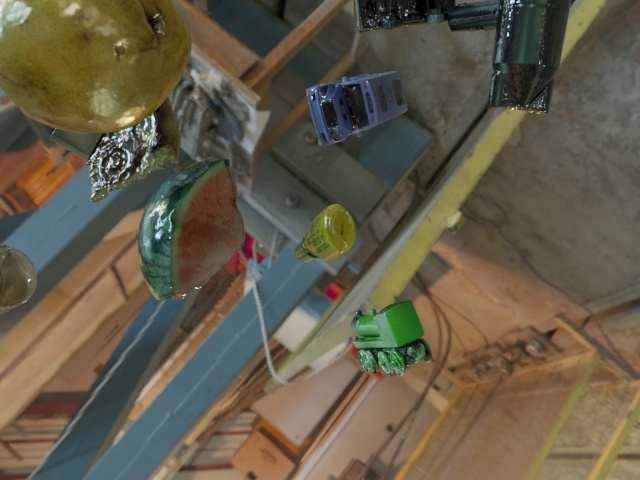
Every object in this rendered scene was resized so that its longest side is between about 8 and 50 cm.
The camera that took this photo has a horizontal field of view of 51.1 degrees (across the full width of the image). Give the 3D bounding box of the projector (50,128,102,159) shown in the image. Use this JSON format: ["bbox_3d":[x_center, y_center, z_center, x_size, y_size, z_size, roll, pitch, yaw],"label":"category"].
[{"bbox_3d":[-0.488,-0.221,1.366,0.082,0.083,0.083,31,-174,-16],"label":"projector"}]

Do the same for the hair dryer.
[{"bbox_3d":[0.316,-0.359,1.210,0.116,0.244,0.302,3,-167,-21],"label":"hair dryer"}]

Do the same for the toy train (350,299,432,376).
[{"bbox_3d":[0.117,0.175,1.207,0.119,0.085,0.251,68,162,2],"label":"toy train"}]

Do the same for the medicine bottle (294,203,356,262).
[{"bbox_3d":[0.000,0.000,1.594,0.309,0.076,0.111,147,116,-67],"label":"medicine bottle"}]

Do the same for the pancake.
[{"bbox_3d":[-0.494,-0.293,1.585,0.426,0.305,0.067,60,-165,24],"label":"pancake"}]

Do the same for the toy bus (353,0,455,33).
[{"bbox_3d":[0.162,-0.481,1.359,0.114,0.201,0.098,-128,30,-71],"label":"toy bus"}]

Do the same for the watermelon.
[{"bbox_3d":[-0.346,-0.008,1.645,0.222,0.319,0.292,-80,-27,-65],"label":"watermelon"}]

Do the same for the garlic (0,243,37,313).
[{"bbox_3d":[-0.797,0.081,1.594,0.230,0.177,0.143,1,-168,-19],"label":"garlic"}]

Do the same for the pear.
[{"bbox_3d":[-0.376,-0.320,1.075,0.314,0.314,0.314,35,161,14],"label":"pear"}]

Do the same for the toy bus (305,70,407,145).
[{"bbox_3d":[0.084,-0.293,1.441,0.133,0.292,0.125,-9,103,29],"label":"toy bus"}]
